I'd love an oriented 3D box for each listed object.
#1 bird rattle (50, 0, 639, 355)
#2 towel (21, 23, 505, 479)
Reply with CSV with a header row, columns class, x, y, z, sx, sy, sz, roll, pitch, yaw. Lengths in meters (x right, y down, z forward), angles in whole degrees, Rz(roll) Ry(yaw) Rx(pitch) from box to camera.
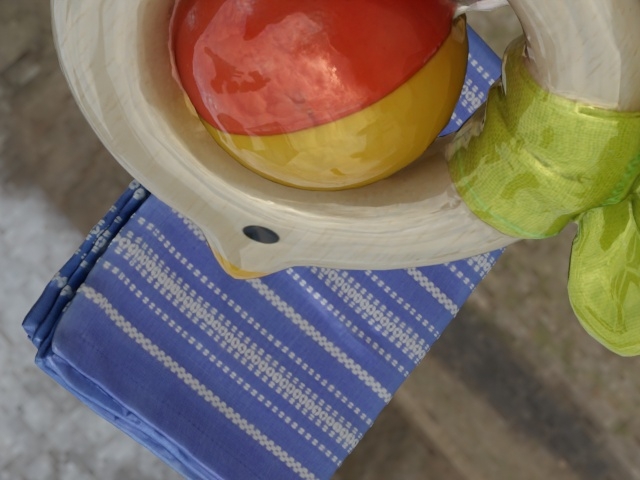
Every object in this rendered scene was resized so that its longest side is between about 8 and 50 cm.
class,x,y,z,sx,sy,sz,roll,pitch,yaw
bird rattle,0.025,-0.058,0.505,0.253,0.207,0.143,53,-149,-47
towel,0.000,0.000,1.193,0.243,0.336,0.040,43,171,-31
